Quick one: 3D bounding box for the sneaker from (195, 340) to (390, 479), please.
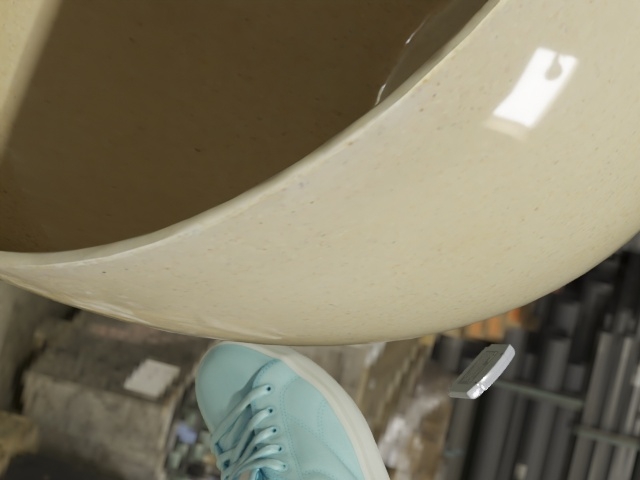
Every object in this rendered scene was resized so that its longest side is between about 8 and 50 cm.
[{"bbox_3d":[-0.031,0.206,1.268,0.150,0.366,0.135,16,117,-46],"label":"sneaker"}]

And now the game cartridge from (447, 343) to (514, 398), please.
[{"bbox_3d":[0.190,0.154,1.793,0.083,0.017,0.056,-45,-167,-21],"label":"game cartridge"}]

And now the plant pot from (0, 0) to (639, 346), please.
[{"bbox_3d":[0.021,-0.082,0.471,0.191,0.284,0.284,37,63,-45],"label":"plant pot"}]
